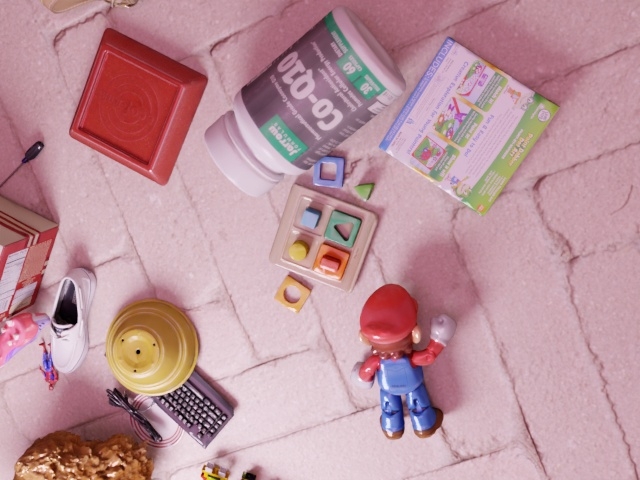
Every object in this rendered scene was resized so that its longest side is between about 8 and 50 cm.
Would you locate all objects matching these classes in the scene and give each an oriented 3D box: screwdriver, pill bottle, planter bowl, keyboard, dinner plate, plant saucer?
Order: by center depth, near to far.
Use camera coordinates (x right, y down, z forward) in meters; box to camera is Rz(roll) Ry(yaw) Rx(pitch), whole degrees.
[{"bbox_3d":[-0.034,-0.254,1.531,0.361,0.204,0.204,-38,89,19],"label":"pill bottle"},{"bbox_3d":[-0.401,-0.281,1.709,0.258,0.048,0.259,28,107,9],"label":"plant saucer"},{"bbox_3d":[-0.384,0.238,1.757,0.217,0.090,0.217,0,90,9],"label":"planter bowl"},{"bbox_3d":[-0.365,0.351,1.813,0.317,0.033,0.201,41,101,8],"label":"keyboard"},{"bbox_3d":[-0.683,-0.171,1.825,0.170,0.024,0.025,-34,61,25],"label":"screwdriver"},{"bbox_3d":[-0.375,0.411,1.851,0.141,0.017,0.141,3,102,14],"label":"dinner plate"}]

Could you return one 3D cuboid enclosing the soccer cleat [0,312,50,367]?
[{"bbox_3d":[-0.718,0.236,1.877,0.248,0.095,0.083,-37,75,40],"label":"soccer cleat"}]

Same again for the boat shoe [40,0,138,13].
[{"bbox_3d":[-0.414,-0.527,1.625,0.341,0.121,0.110,-21,94,17],"label":"boat shoe"}]

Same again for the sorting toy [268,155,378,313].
[{"bbox_3d":[0.000,0.000,1.653,0.196,0.047,0.347,22,106,10],"label":"sorting toy"}]

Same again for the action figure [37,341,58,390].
[{"bbox_3d":[-0.642,0.299,1.898,0.038,0.030,0.115,-3,102,11],"label":"action figure"}]

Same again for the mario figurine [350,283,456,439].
[{"bbox_3d":[0.168,0.232,1.636,0.198,0.170,0.320,-17,110,-18],"label":"mario figurine"}]

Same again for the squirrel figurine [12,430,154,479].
[{"bbox_3d":[-0.520,0.622,1.804,0.370,0.281,0.397,28,111,1],"label":"squirrel figurine"}]

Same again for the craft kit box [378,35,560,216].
[{"bbox_3d":[0.280,-0.216,1.532,0.246,0.061,0.250,36,108,9],"label":"craft kit box"}]

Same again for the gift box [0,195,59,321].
[{"bbox_3d":[-0.778,0.045,1.768,0.258,0.255,0.276,27,103,7],"label":"gift box"}]

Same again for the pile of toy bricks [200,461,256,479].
[{"bbox_3d":[-0.179,0.587,1.797,0.212,0.118,0.105,19,137,2],"label":"pile of toy bricks"}]

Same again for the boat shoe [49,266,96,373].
[{"bbox_3d":[-0.579,0.187,1.827,0.095,0.084,0.258,13,103,13],"label":"boat shoe"}]
